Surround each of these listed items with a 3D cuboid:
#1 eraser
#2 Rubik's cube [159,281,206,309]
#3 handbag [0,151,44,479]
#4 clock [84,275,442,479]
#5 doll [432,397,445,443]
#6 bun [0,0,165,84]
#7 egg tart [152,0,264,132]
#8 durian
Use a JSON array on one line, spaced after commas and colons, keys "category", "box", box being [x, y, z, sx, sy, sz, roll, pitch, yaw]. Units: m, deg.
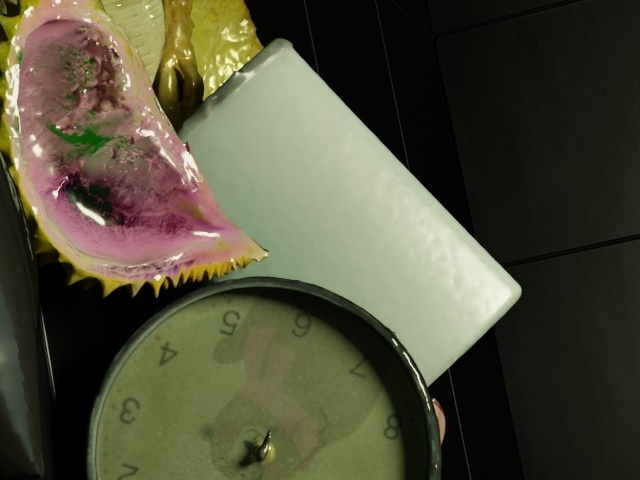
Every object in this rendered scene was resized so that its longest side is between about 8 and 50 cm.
[{"category": "eraser", "box": [0.000, 0.000, 1.242, 0.290, 0.189, 0.104, 47, -6, 2]}, {"category": "Rubik's cube", "box": [-0.096, 0.068, 1.426, 0.111, 0.111, 0.093, 69, -8, -28]}, {"category": "handbag", "box": [-0.246, -0.017, 0.899, 0.288, 0.152, 0.342, -108, 180, -71]}, {"category": "clock", "box": [-0.044, 0.164, 1.152, 0.055, 0.280, 0.281, 107, -28, -84]}, {"category": "doll", "box": [-0.027, 0.234, 1.314, 0.284, 0.216, 0.268, 60, 35, -38]}, {"category": "bun", "box": [-0.205, -0.181, 1.234, 0.164, 0.111, 0.188, -39, 120, -55]}, {"category": "egg tart", "box": [-0.132, -0.146, 1.426, 0.294, 0.123, 0.294, -10, 90, -75]}, {"category": "durian", "box": [-0.186, -0.056, 1.114, 0.260, 0.153, 0.186, 67, 25, -9]}]
